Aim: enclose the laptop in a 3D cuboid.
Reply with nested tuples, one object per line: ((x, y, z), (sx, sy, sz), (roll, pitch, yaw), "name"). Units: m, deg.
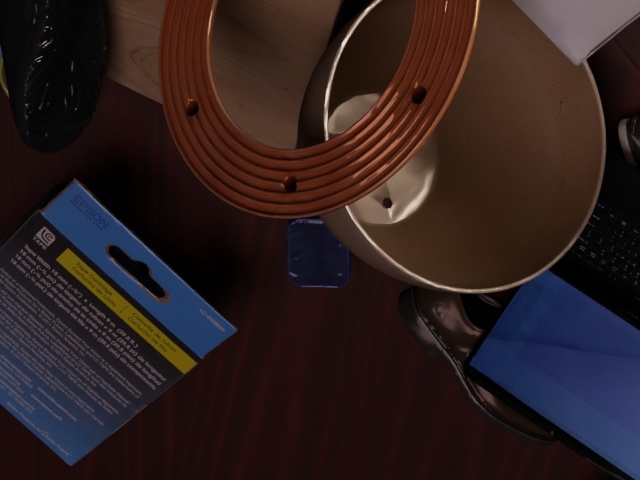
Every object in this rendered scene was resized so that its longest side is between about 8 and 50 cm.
((0.284, 0.078, 1.602), (0.234, 0.136, 0.264), (34, 147, 17), "laptop")

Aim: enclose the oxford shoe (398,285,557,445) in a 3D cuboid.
((0.186, 0.121, 1.746), (0.096, 0.083, 0.227), (-35, 105, 33), "oxford shoe")

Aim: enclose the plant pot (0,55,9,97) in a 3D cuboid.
((-0.274, -0.181, 1.729), (0.083, 0.079, 0.083), (11, 125, 16), "plant pot")

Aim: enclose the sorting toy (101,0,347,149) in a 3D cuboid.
((-0.094, -0.244, 1.599), (0.257, 0.089, 0.255), (27, 128, 10), "sorting toy")

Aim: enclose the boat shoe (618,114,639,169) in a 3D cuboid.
((0.320, -0.062, 1.591), (0.038, 0.046, 0.125), (-12, 109, 34), "boat shoe")

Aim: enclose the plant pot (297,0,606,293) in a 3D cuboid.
((0.091, -0.089, 1.553), (0.284, 0.284, 0.191), (49, 158, -14), "plant pot")

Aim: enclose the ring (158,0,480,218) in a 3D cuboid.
((-0.004, -0.181, 1.411), (0.336, 0.032, 0.337), (-8, 76, 36), "ring")

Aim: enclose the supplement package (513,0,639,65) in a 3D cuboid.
((0.247, -0.315, 1.384), (0.204, 0.145, 0.262), (44, 127, -10), "supplement package")

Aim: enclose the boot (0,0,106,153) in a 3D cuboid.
((-0.303, -0.226, 1.621), (0.207, 0.094, 0.246), (22, 114, 39), "boot")

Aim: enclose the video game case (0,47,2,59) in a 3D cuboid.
((-0.458, -0.223, 1.789), (0.244, 0.061, 0.269), (36, 128, -5), "video game case")

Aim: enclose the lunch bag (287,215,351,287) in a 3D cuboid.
((0.000, 0.000, 1.751), (0.067, 0.065, 0.098), (3, 124, 2), "lunch bag")

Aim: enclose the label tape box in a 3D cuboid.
((-0.256, 0.073, 1.878), (0.240, 0.106, 0.333), (44, 126, -10), "label tape box")
